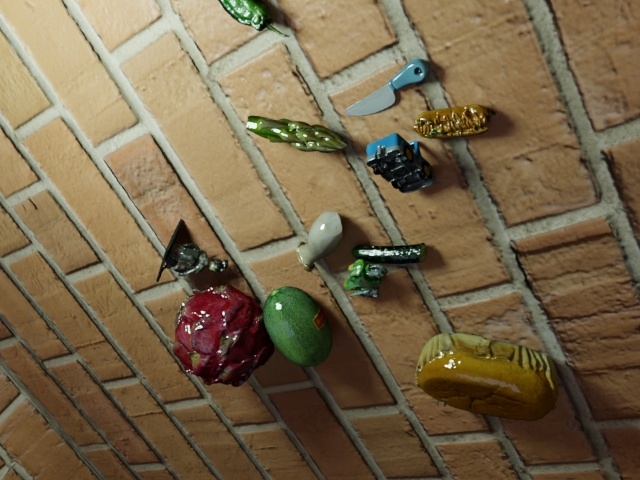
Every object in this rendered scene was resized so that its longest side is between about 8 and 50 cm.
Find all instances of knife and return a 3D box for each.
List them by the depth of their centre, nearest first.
[{"bbox_3d":[0.156,-0.345,1.416,0.058,0.032,0.244,44,134,-18],"label":"knife"}]

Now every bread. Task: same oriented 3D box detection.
[{"bbox_3d":[0.451,0.380,1.672,0.388,0.183,0.236,-1,124,26],"label":"bread"}]

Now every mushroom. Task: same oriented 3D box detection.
[{"bbox_3d":[-0.001,0.000,1.683,0.097,0.088,0.212,45,135,3],"label":"mushroom"}]

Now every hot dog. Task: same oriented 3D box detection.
[{"bbox_3d":[0.303,-0.267,1.379,0.188,0.055,0.072,-3,119,27],"label":"hot dog"}]

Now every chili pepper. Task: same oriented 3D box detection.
[{"bbox_3d":[-0.174,-0.569,1.387,0.122,0.065,0.279,-23,106,39],"label":"chili pepper"}]

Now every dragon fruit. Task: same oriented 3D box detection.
[{"bbox_3d":[-0.304,0.301,1.886,0.329,0.329,0.329,12,126,17],"label":"dragon fruit"}]

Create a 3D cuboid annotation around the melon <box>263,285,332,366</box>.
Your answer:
[{"bbox_3d":[-0.073,0.254,1.829,0.182,0.182,0.288,-18,114,33],"label":"melon"}]

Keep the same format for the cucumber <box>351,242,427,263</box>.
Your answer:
[{"bbox_3d":[0.183,0.036,1.646,0.214,0.052,0.058,-1,100,26],"label":"cucumber"}]

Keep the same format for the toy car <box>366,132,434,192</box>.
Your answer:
[{"bbox_3d":[0.190,-0.195,1.446,0.097,0.100,0.191,-19,146,34],"label":"toy car"}]

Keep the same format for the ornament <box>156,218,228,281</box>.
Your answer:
[{"bbox_3d":[-0.390,0.067,1.889,0.196,0.166,0.153,20,131,-8],"label":"ornament"}]

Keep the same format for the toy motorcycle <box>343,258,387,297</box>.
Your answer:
[{"bbox_3d":[0.122,0.108,1.688,0.106,0.074,0.190,16,150,-1],"label":"toy motorcycle"}]

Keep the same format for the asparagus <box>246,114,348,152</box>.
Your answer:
[{"bbox_3d":[-0.055,-0.268,1.533,0.287,0.080,0.080,15,127,25],"label":"asparagus"}]
